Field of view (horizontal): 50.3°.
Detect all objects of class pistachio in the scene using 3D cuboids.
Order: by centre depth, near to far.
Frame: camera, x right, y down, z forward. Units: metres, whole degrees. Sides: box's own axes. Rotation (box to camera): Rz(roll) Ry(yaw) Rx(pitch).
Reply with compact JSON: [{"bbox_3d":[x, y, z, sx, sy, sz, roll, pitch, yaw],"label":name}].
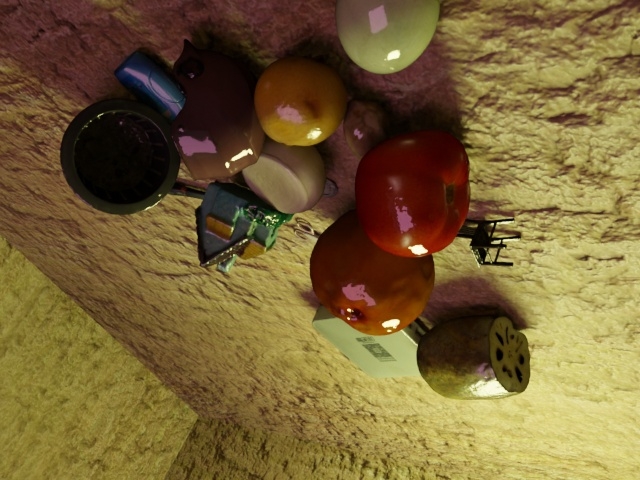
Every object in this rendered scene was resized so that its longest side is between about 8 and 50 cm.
[{"bbox_3d":[0.103,-0.246,1.556,0.126,0.108,0.185,38,163,30],"label":"pistachio"}]

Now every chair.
[{"bbox_3d":[0.379,0.003,1.703,0.213,0.101,0.084,1,139,34],"label":"chair"}]

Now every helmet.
[{"bbox_3d":[-0.224,-0.302,1.580,0.197,0.338,0.271,0,159,4],"label":"helmet"}]

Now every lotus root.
[{"bbox_3d":[0.436,0.353,2.042,0.250,0.250,0.346,41,149,-20],"label":"lotus root"}]

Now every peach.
[{"bbox_3d":[0.131,0.088,1.820,0.343,0.301,0.342,20,149,13],"label":"peach"}]

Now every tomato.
[{"bbox_3d":[0.197,-0.105,1.511,0.226,0.298,0.298,12,145,31],"label":"tomato"}]

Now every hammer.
[{"bbox_3d":[-0.394,-0.150,2.120,0.290,0.037,0.137,15,146,18],"label":"hammer"}]

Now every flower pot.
[{"bbox_3d":[-0.563,-0.238,1.842,0.293,0.293,0.330,46,170,-27],"label":"flower pot"}]

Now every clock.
[{"bbox_3d":[0.011,-0.143,1.854,0.074,0.010,0.083,26,149,2],"label":"clock"}]

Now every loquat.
[{"bbox_3d":[-0.042,-0.306,1.480,0.208,0.208,0.208,19,147,13],"label":"loquat"}]

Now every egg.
[{"bbox_3d":[0.120,-0.413,1.223,0.187,0.186,0.253,22,152,9],"label":"egg"}]

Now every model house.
[{"bbox_3d":[-0.232,-0.011,1.905,0.230,0.248,0.280,23,-172,8],"label":"model house"}]

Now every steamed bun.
[{"bbox_3d":[-0.083,-0.186,1.735,0.232,0.145,0.231,27,150,17],"label":"steamed bun"}]

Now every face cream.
[{"bbox_3d":[-0.408,-0.369,1.774,0.264,0.083,0.149,45,151,-26],"label":"face cream"}]

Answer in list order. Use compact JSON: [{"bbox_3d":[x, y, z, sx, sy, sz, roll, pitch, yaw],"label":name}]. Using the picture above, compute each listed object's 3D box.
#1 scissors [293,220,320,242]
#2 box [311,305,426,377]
[{"bbox_3d":[0.000,0.000,2.055,0.176,0.022,0.085,30,145,3],"label":"scissors"},{"bbox_3d":[0.200,0.333,2.321,0.367,0.090,0.373,-16,127,46],"label":"box"}]
